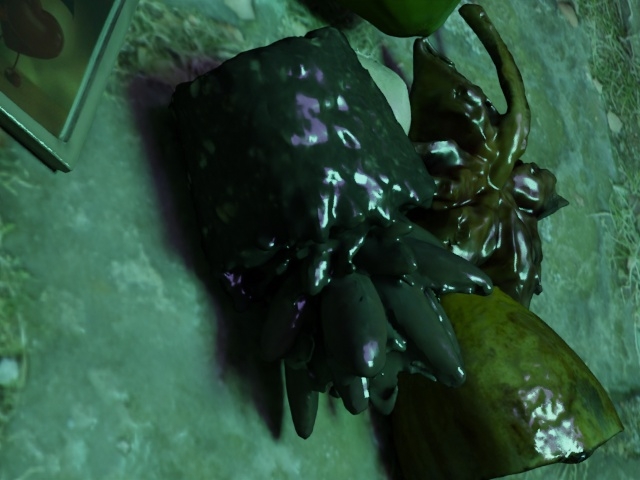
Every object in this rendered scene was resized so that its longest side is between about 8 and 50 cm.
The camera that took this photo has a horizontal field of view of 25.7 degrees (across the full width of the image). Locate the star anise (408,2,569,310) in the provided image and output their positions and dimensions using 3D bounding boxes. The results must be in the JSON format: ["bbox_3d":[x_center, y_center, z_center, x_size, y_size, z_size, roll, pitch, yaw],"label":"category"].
[{"bbox_3d":[0.166,-0.063,1.429,0.292,0.109,0.349,58,39,-33],"label":"star anise"}]

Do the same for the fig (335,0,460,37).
[{"bbox_3d":[0.061,-0.318,1.294,0.239,0.239,0.271,-34,116,-52],"label":"fig"}]

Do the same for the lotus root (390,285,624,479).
[{"bbox_3d":[0.163,0.130,1.292,0.199,0.188,0.180,-5,75,-50],"label":"lotus root"}]

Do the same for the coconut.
[{"bbox_3d":[0.031,-0.114,1.277,0.124,0.110,0.110,21,60,-39],"label":"coconut"}]

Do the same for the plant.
[{"bbox_3d":[0.000,0.000,1.145,0.181,0.194,0.321,-21,90,-41],"label":"plant"}]

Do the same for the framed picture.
[{"bbox_3d":[-0.221,-0.222,1.060,0.211,0.020,0.289,44,45,-35],"label":"framed picture"}]
